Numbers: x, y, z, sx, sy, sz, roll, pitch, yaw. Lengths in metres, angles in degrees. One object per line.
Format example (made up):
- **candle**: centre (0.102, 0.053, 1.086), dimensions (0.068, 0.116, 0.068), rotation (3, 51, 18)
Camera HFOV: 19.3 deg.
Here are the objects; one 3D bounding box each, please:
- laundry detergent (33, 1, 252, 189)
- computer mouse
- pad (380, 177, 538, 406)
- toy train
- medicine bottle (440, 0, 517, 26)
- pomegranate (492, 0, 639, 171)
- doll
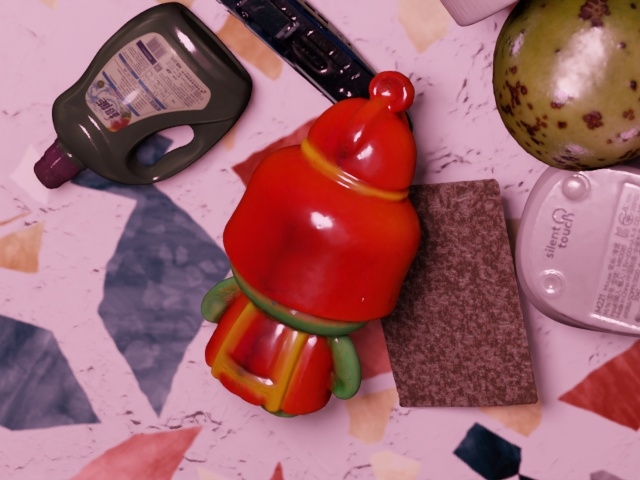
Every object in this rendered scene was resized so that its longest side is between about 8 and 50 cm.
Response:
- **laundry detergent**: centre (-0.181, -0.117, 1.821), dimensions (0.222, 0.078, 0.144), rotation (-42, 103, 14)
- **computer mouse**: centre (0.340, 0.014, 1.794), dimensions (0.297, 0.121, 0.184), rotation (12, 102, 17)
- **pad**: centre (0.124, 0.055, 1.849), dimensions (0.158, 0.003, 0.235), rotation (-4, 106, 31)
- **toy train**: centre (0.000, -0.179, 1.801), dimensions (0.234, 0.051, 0.052), rotation (40, 114, -17)
- **medicine bottle**: centre (0.093, -0.395, 1.640), dimensions (0.224, 0.224, 0.384), rotation (-32, 99, 13)
- **pomegranate**: centre (0.279, -0.144, 1.713), dimensions (0.248, 0.214, 0.214), rotation (34, 106, -16)
- **doll**: centre (0.000, 0.000, 1.789), dimensions (0.183, 0.160, 0.363), rotation (33, 110, 22)
